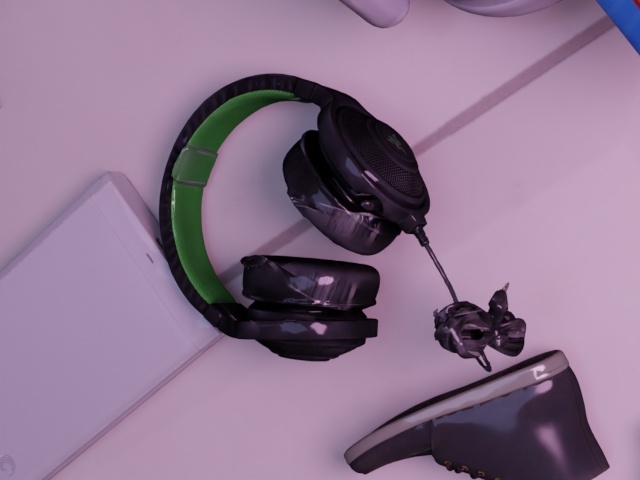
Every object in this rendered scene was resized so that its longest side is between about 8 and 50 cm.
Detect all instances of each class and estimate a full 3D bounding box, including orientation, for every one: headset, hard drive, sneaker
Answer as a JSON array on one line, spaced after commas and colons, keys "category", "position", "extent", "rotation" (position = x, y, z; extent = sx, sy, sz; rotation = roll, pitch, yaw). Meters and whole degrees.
[{"category": "headset", "position": [0.000, 0.000, 0.931], "extent": [0.394, 0.185, 0.243], "rotation": [28, 103, 29]}, {"category": "hard drive", "position": [-0.263, 0.103, 1.114], "extent": [0.307, 0.040, 0.203], "rotation": [-39, 79, 17]}, {"category": "sneaker", "position": [0.133, 0.191, 0.943], "extent": [0.222, 0.083, 0.118], "rotation": [-26, 84, 19]}]

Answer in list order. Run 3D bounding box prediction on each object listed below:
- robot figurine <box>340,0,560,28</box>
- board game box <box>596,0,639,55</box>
[{"category": "robot figurine", "position": [0.105, -0.295, 0.808], "extent": [0.300, 0.353, 0.200], "rotation": [-45, 49, 24]}, {"category": "board game box", "position": [0.231, -0.324, 0.711], "extent": [0.086, 0.308, 0.302], "rotation": [-1, 56, 51]}]
